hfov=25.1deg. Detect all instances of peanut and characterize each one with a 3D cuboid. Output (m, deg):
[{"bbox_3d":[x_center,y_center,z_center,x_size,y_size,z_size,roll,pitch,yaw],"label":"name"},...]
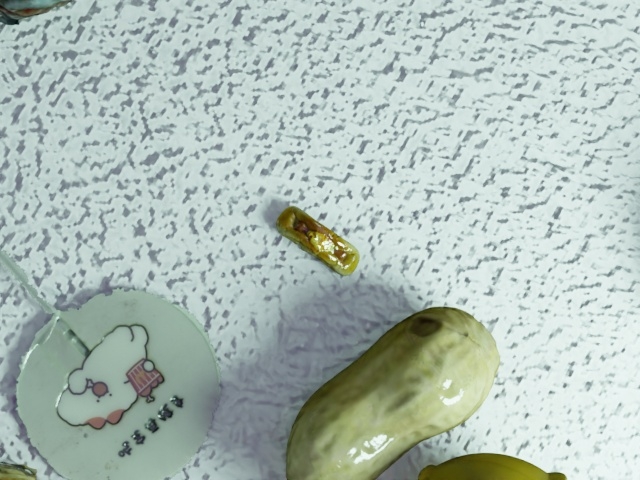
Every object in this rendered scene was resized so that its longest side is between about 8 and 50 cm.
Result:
[{"bbox_3d":[0.065,0.150,1.324,0.236,0.120,0.110,-36,133,-17],"label":"peanut"}]

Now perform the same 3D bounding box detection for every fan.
[{"bbox_3d":[-0.229,0.086,1.322,0.191,0.009,0.329,-43,98,-9],"label":"fan"}]

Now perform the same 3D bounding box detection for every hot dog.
[{"bbox_3d":[0.000,0.000,1.363,0.090,0.034,0.030,35,80,-7],"label":"hot dog"}]

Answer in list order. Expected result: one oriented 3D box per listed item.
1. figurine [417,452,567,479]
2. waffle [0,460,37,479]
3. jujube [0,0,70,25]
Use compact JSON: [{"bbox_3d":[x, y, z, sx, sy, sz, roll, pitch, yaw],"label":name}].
[{"bbox_3d":[0.170,0.309,1.319,0.192,0.167,0.256,-45,119,-23],"label":"figurine"},{"bbox_3d":[-0.378,0.329,1.237,0.213,0.091,0.307,15,84,-11],"label":"waffle"},{"bbox_3d":[-0.248,-0.351,1.239,0.226,0.226,0.317,20,88,-10],"label":"jujube"}]
